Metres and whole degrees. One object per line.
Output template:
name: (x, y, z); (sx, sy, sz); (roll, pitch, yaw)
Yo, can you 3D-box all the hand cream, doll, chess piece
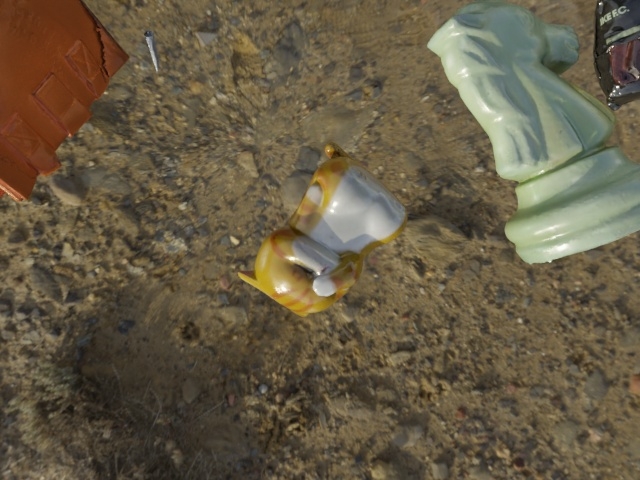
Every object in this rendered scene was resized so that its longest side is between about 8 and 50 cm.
hand cream: (-0.342, -0.390, 1.028); (0.019, 0.093, 0.030); (-1, 61, -2)
doll: (0.009, -0.005, 0.780); (0.167, 0.162, 0.269); (38, 88, -14)
chess piece: (0.247, -0.136, 0.561); (0.176, 0.176, 0.298); (-25, 89, -2)

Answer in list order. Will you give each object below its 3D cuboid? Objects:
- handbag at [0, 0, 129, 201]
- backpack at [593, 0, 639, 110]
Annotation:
handbag: (-0.544, -0.304, 0.880); (0.116, 0.409, 0.303); (-1, 143, 27)
backpack: (0.448, -0.282, 0.708); (0.120, 0.106, 0.165); (-19, 89, 28)
